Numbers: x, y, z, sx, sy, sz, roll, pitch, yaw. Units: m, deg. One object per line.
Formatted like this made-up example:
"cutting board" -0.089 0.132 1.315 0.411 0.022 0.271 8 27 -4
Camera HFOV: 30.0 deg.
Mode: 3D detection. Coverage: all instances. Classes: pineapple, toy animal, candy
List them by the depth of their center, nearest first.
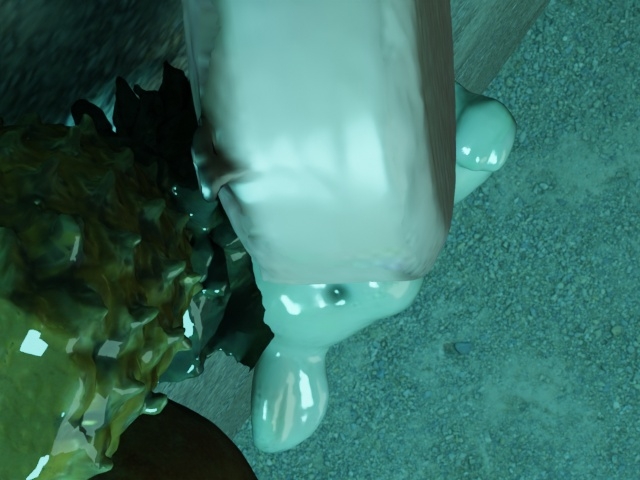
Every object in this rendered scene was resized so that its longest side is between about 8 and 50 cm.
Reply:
"candy" 0.008 -0.095 0.555 0.255 0.094 0.255 -3 90 -79
"pineapple" -0.093 0.002 0.574 0.165 0.165 0.364 -57 174 22
"toy animal" 0.002 -0.005 1.049 0.367 0.196 0.241 -54 175 -14

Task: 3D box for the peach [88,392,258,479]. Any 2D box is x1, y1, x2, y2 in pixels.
"peach" -0.164 0.212 0.817 0.252 0.252 0.252 -53 173 -9
